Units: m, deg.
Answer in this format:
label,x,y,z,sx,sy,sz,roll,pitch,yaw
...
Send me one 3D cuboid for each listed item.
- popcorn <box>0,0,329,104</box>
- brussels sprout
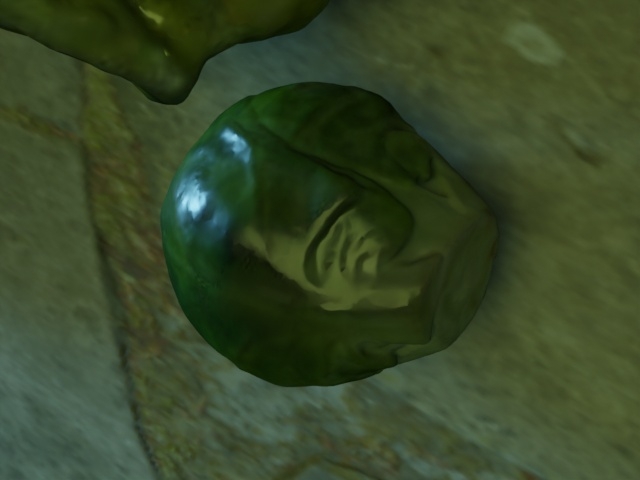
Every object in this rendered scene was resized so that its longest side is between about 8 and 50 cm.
label,x,y,z,sx,sy,sz,roll,pitch,yaw
popcorn,-0.123,-0.229,0.737,0.312,0.312,0.312,4,101,23
brussels sprout,0.001,0.003,0.785,0.181,0.144,0.161,32,75,28
